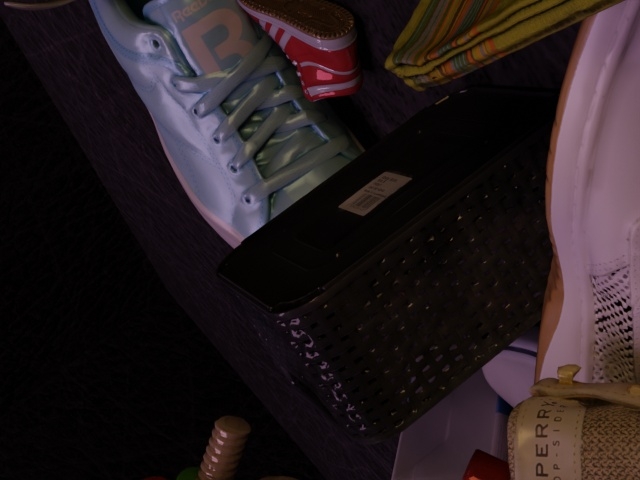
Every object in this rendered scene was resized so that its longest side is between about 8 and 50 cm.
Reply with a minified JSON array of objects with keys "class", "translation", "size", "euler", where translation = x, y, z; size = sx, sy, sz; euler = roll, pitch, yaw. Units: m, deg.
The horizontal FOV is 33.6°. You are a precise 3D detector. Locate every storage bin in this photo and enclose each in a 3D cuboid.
[{"class":"storage bin","translation":[0.050,0.005,0.545],"size":[0.084,0.180,0.122],"euler":[59,166,-21]}]

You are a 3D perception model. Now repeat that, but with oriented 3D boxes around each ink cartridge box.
[{"class":"ink cartridge box","translation":[0.138,0.205,0.861],"size":[0.078,0.134,0.231],"euler":[-7,133,24]}]

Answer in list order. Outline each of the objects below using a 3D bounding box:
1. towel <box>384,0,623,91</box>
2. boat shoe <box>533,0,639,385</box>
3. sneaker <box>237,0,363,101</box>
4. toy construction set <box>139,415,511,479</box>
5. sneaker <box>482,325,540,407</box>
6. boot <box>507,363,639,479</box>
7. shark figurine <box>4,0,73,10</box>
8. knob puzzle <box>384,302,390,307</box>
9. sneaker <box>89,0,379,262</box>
[{"class":"towel","translation":[0.081,-0.111,0.322],"size":[0.021,0.102,0.237],"euler":[24,173,-13]},{"class":"boat shoe","translation":[0.143,-0.011,0.409],"size":[0.096,0.098,0.277],"euler":[16,142,23]},{"class":"sneaker","translation":[-0.015,-0.137,0.718],"size":[0.118,0.042,0.067],"euler":[40,159,39]},{"class":"toy construction set","translation":[0.032,0.240,0.503],"size":[0.309,0.237,0.257],"euler":[18,-162,-9]},{"class":"sneaker","translation":[0.169,0.133,0.666],"size":[0.258,0.091,0.094],"euler":[32,156,58]},{"class":"boot","translation":[0.155,0.067,0.341],"size":[0.203,0.095,0.262],"euler":[2,144,28]},{"class":"shark figurine","translation":[-0.123,-0.249,0.675],"size":[0.278,0.166,0.116],"euler":[113,156,-66]},{"class":"knob puzzle","translation":[0.000,0.000,1.069],"size":[0.213,0.030,0.213],"euler":[49,167,16]},{"class":"sneaker","translation":[-0.077,-0.117,0.781],"size":[0.366,0.135,0.150],"euler":[49,172,17]}]
